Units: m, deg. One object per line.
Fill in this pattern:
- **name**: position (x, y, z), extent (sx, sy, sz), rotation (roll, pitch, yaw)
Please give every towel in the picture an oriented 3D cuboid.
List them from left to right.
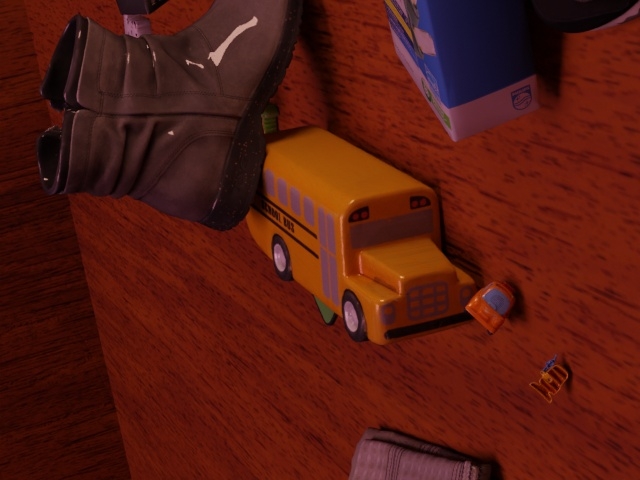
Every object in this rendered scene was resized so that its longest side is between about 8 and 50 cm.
- **towel**: position (0.064, 0.357, 1.474), extent (0.324, 0.056, 0.312), rotation (175, 108, -72)

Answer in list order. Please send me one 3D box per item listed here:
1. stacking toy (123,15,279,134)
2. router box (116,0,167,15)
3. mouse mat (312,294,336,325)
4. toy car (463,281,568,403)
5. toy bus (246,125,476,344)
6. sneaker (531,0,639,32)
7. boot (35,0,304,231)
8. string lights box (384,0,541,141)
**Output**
- **stacking toy**: position (-0.126, -0.178, 1.609), extent (0.052, 0.167, 0.221), rotation (-129, 30, -49)
- **router box**: position (-0.181, -0.342, 1.483), extent (0.046, 0.133, 0.179), rotation (6, 127, 35)
- **mouse mat**: position (0.000, 0.000, 1.645), extent (0.190, 0.007, 0.153), rotation (116, 134, -61)
- **toy car**: position (0.173, 0.079, 1.211), extent (0.122, 0.060, 0.040), rotation (47, 107, 22)
- **toy bus**: position (0.030, -0.011, 1.396), extent (0.332, 0.108, 0.130), rotation (-144, 47, -61)
- **sneaker**: position (0.160, -0.207, 0.852), extent (0.283, 0.124, 0.107), rotation (125, 127, -66)
- **boot**: position (-0.150, -0.189, 1.432), extent (0.118, 0.222, 0.338), rotation (-11, 66, 61)
- **string lights box**: position (0.085, -0.216, 1.022), extent (0.133, 0.076, 0.260), rotation (-116, 6, -47)
